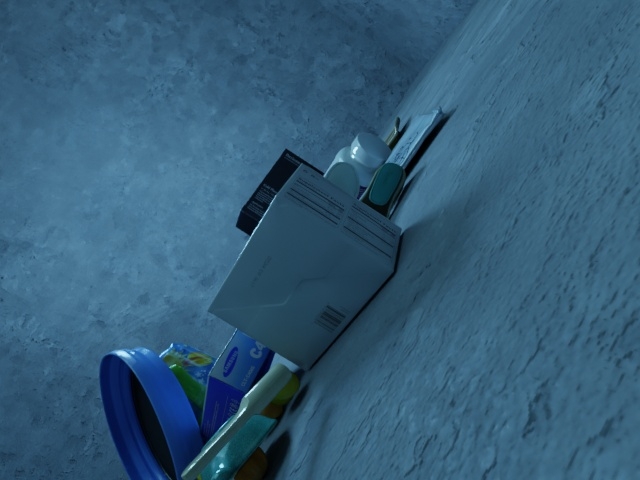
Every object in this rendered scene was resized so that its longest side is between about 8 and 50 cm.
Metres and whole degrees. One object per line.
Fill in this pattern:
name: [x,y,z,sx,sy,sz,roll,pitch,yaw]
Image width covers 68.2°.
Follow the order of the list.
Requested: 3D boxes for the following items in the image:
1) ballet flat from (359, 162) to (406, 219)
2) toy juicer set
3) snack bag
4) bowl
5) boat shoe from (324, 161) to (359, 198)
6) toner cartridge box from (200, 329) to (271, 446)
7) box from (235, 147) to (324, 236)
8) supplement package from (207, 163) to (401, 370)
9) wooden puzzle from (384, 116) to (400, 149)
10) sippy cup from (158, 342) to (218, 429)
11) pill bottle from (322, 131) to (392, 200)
ballet flat: [0.108,-0.056,0.996,0.248,0.086,0.086,-54,2,-23]
toy juicer set: [-0.089,0.276,0.677,0.209,0.089,0.329,-44,-11,-27]
snack bag: [0.198,-0.192,1.248,0.342,0.037,0.323,-56,4,13]
bowl: [-0.379,0.422,1.057,0.077,0.391,0.391,-17,-26,-42]
boat shoe: [0.041,-0.085,1.357,0.091,0.115,0.302,108,178,-65]
toner cartridge box: [-0.164,0.295,0.947,0.347,0.075,0.165,110,-174,-46]
box: [-0.084,-0.106,1.764,0.312,0.343,0.179,-58,3,-24]
supplement package: [-0.026,0.048,0.788,0.261,0.204,0.145,-54,5,32]
wooden puzzle: [0.264,-0.373,1.921,0.238,0.044,0.221,-60,2,27]
sippy cup: [-0.328,0.388,1.223,0.240,0.224,0.305,-45,-20,-56]
pill bottle: [0.099,-0.195,1.528,0.301,0.169,0.169,-53,5,41]
